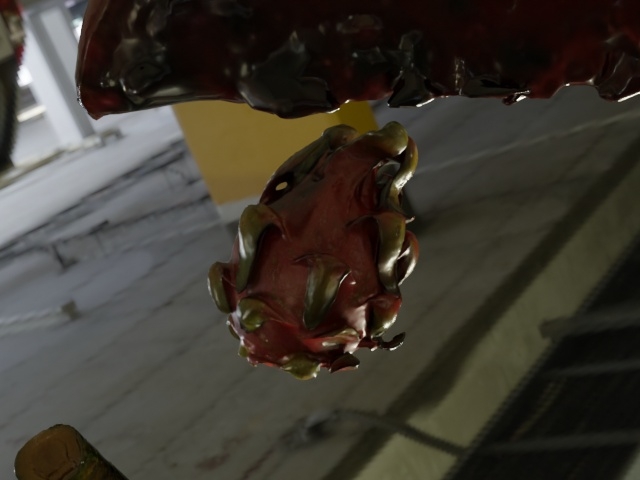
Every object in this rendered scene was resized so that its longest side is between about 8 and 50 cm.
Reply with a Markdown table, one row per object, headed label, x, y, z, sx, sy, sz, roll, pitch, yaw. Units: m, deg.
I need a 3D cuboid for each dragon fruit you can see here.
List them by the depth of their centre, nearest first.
| label | x | y | z | sx | sy | sz | roll | pitch | yaw |
| --- | --- | --- | --- | --- | --- | --- | --- | --- | --- |
| dragon fruit | 0.012 | -0.217 | 0.644 | 0.286 | 0.228 | 0.329 | -5 | -151 | 6 |
| dragon fruit | 0.006 | 0.014 | 1.476 | 0.307 | 0.243 | 0.227 | -36 | -144 | -12 |

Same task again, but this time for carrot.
| label | x | y | z | sx | sy | sz | roll | pitch | yaw |
| --- | --- | --- | --- | --- | --- | --- | --- | --- | --- |
| carrot | -0.217 | 0.256 | 1.204 | 0.082 | 0.173 | 0.082 | -25 | -145 | 19 |
